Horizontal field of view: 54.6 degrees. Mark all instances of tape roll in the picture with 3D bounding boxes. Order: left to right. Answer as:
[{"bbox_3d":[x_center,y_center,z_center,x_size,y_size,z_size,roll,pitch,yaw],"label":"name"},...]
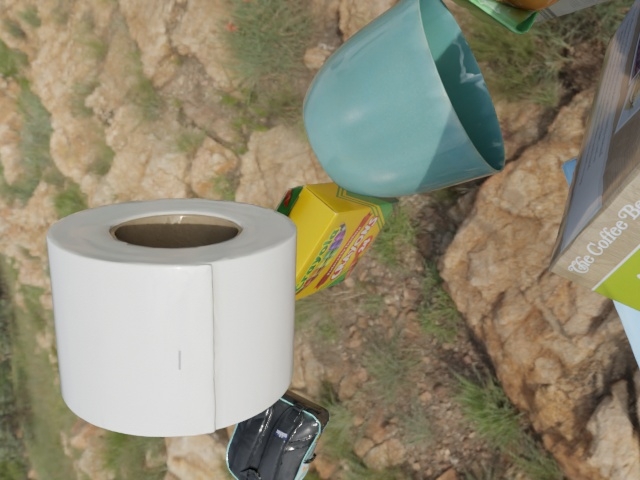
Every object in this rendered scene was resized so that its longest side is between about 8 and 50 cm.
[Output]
[{"bbox_3d":[-0.148,0.064,0.648,0.246,0.246,0.169,22,116,45],"label":"tape roll"}]

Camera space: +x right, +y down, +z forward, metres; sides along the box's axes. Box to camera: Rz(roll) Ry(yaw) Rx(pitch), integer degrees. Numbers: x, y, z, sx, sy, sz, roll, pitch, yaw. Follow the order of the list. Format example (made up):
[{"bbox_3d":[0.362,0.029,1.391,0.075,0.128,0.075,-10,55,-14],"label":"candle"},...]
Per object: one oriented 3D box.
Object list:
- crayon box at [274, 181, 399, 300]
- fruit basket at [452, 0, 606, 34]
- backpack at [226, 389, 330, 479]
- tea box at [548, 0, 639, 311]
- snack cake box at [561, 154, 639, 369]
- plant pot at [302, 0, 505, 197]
[{"bbox_3d":[0.000,0.000,1.079,0.081,0.318,0.202,41,115,18],"label":"crayon box"},{"bbox_3d":[0.259,-0.409,0.803,0.165,0.327,0.353,-64,17,-2],"label":"fruit basket"},{"bbox_3d":[-0.084,0.382,1.190,0.166,0.144,0.188,23,87,14],"label":"backpack"},{"bbox_3d":[0.390,-0.086,0.449,0.324,0.329,0.220,26,146,7],"label":"tea box"},{"bbox_3d":[0.361,0.018,0.696,0.089,0.152,0.264,-21,90,23],"label":"snack cake box"},{"bbox_3d":[0.116,-0.198,0.961,0.235,0.293,0.292,-21,74,28],"label":"plant pot"}]
